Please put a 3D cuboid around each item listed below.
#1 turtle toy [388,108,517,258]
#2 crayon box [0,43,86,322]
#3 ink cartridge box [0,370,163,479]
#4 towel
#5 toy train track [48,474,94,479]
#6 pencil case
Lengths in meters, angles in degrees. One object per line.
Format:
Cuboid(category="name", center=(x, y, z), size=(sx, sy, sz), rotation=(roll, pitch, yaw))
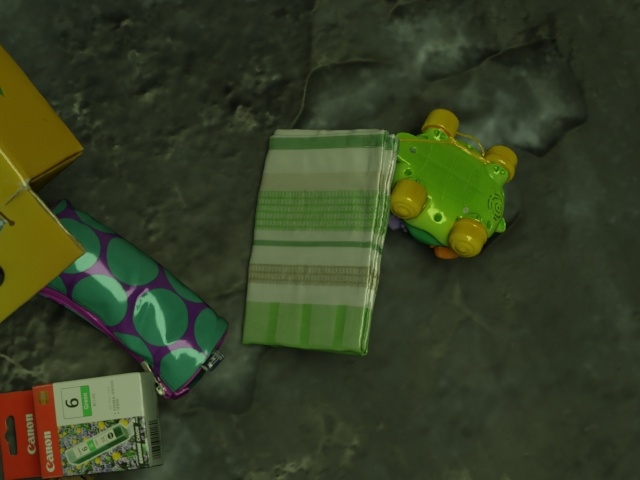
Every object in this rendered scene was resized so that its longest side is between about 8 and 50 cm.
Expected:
Cuboid(category="turtle toy", center=(0.071, -0.038, 1.305), size=(0.130, 0.066, 0.095), rotation=(31, 54, -6))
Cuboid(category="crayon box", center=(-0.293, -0.075, 1.173), size=(0.202, 0.081, 0.318), rotation=(-36, 93, 28))
Cuboid(category="ink cartridge box", center=(-0.163, 0.123, 1.235), size=(0.115, 0.029, 0.063), rotation=(-8, 85, 14))
Cuboid(category="towel", center=(0.000, 0.000, 1.277), size=(0.023, 0.113, 0.152), rotation=(14, 81, -48))
Cuboid(category="toy train track", center=(-0.154, 0.149, 1.265), size=(0.048, 0.014, 0.083), rotation=(35, 68, 30))
Cuboid(category="pencil case", center=(-0.134, 0.041, 1.256), size=(0.151, 0.064, 0.070), rotation=(38, 61, -5))
